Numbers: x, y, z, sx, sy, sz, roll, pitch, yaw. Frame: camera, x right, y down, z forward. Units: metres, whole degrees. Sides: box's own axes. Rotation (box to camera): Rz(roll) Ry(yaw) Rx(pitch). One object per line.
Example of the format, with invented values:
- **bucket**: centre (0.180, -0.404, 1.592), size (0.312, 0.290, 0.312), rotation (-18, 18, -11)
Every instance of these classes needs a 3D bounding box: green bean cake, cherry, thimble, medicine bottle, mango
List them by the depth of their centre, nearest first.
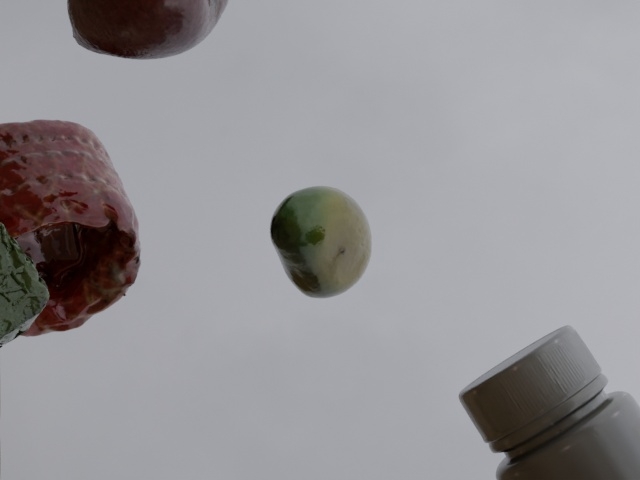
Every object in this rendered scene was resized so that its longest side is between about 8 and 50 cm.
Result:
- **medicine bottle**: centre (0.340, 0.295, 1.768), size (0.340, 0.208, 0.208), rotation (58, -35, 6)
- **mango**: centre (0.004, -0.004, 1.846), size (0.091, 0.137, 0.237), rotation (31, -18, 25)
- **green bean cake**: centre (-0.516, 0.074, 1.952), size (0.200, 0.214, 0.113), rotation (52, -28, 5)
- **cherry**: centre (-0.257, -0.365, 1.978), size (0.239, 0.239, 0.206), rotation (32, -45, 44)
- **thimble**: centre (-0.484, -0.017, 2.304), size (0.231, 0.350, 0.350), rotation (61, -33, 36)
